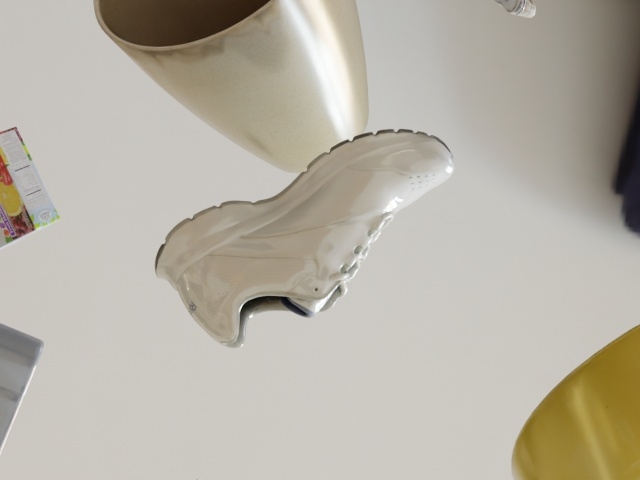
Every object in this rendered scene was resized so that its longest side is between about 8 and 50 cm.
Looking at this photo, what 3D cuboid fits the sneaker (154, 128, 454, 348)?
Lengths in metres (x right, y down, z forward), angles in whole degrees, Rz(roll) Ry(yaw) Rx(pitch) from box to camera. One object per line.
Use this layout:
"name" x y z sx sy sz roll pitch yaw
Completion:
"sneaker" 0.000 0.000 1.336 0.297 0.129 0.111 -29 159 -7

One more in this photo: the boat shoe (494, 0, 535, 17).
"boat shoe" 0.239 -0.299 1.767 0.035 0.035 0.100 20 -159 -22

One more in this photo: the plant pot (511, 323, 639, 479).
"plant pot" 0.276 0.185 0.867 0.254 0.239 0.254 -16 145 -11

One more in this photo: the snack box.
"snack box" -0.326 -0.040 1.403 0.141 0.100 0.037 -21 -175 42

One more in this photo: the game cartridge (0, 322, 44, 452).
"game cartridge" -0.402 0.192 1.335 0.198 0.297 0.062 26 159 -19

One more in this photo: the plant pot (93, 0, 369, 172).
"plant pot" -0.059 -0.201 1.504 0.256 0.256 0.274 4 145 31

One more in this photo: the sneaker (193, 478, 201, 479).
"sneaker" -0.187 0.412 2.179 0.080 0.094 0.212 61 169 -22
